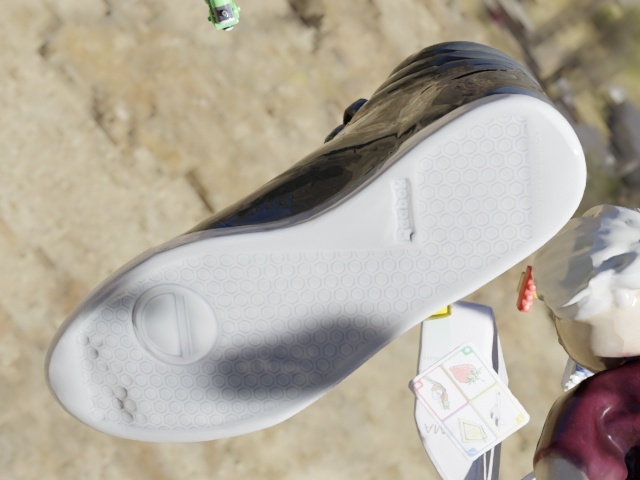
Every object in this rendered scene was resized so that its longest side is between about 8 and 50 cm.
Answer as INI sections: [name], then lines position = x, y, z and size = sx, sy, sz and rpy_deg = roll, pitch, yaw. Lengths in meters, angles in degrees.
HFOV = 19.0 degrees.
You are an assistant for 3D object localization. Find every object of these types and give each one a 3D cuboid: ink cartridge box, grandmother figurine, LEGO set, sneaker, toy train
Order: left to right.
[toy train]
position = -0.059, -0.144, 0.953
size = 0.024, 0.017, 0.083
rpy_deg = -133, -156, -80
[sneaker]
position = 0.000, 0.000, 0.965
size = 0.104, 0.295, 0.147
rpy_deg = 57, 17, -14
[ink cartridge box]
position = 0.094, 0.175, 1.333
size = 0.181, 0.056, 0.225
rpy_deg = 67, 29, -68
[LEGO set]
position = 0.163, 0.090, 1.187
size = 0.244, 0.182, 0.060
rpy_deg = 52, 6, -26
[grandmother figurine]
position = 0.179, 0.142, 1.015
size = 0.208, 0.104, 0.342
rpy_deg = 12, 62, -49
